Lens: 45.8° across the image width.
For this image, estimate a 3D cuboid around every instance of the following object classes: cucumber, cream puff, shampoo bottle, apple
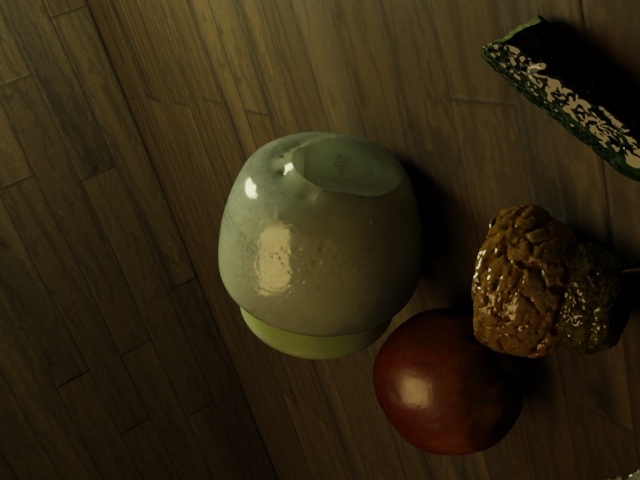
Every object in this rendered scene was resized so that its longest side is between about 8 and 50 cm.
[{"bbox_3d":[0.269,-0.143,0.765,0.241,0.074,0.074,48,155,24],"label":"cucumber"},{"bbox_3d":[0.283,0.055,0.879,0.168,0.183,0.184,11,129,36],"label":"cream puff"},{"bbox_3d":[0.000,0.000,1.191,0.322,0.322,0.318,41,142,41],"label":"shampoo bottle"},{"bbox_3d":[0.202,0.211,1.153,0.230,0.229,0.230,48,154,32],"label":"apple"}]

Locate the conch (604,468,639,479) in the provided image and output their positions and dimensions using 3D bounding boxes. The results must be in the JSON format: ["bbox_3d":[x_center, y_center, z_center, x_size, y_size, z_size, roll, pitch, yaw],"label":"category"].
[{"bbox_3d":[0.434,0.330,0.837,0.245,0.178,0.163,24,133,22],"label":"conch"}]
